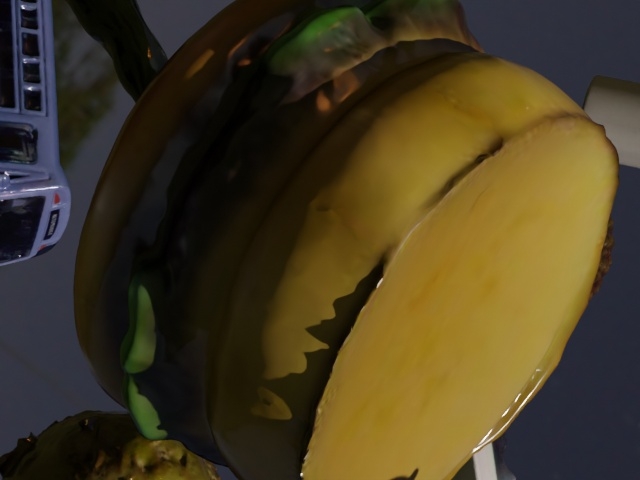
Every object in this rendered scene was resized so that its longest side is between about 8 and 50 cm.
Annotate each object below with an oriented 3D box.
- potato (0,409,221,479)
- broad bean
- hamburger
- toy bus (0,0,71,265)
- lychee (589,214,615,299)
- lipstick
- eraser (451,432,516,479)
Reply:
[{"bbox_3d":[-0.169,0.284,1.972,0.196,0.300,0.246,-50,-136,2],"label":"potato"},{"bbox_3d":[-0.188,-0.200,1.651,0.046,0.254,0.065,-20,160,-50],"label":"broad bean"},{"bbox_3d":[0.000,0.000,1.424,0.277,0.396,0.395,32,-103,28],"label":"hamburger"},{"bbox_3d":[-0.238,-0.079,1.318,0.125,0.133,0.292,117,-30,-58],"label":"toy bus"},{"bbox_3d":[0.253,0.000,2.448,0.236,0.236,0.271,-45,-156,10],"label":"lychee"},{"bbox_3d":[0.425,-0.093,1.972,0.327,0.087,0.087,13,-129,17],"label":"lipstick"},{"bbox_3d":[0.142,0.096,2.274,0.098,0.404,0.096,-2,-168,34],"label":"eraser"}]
